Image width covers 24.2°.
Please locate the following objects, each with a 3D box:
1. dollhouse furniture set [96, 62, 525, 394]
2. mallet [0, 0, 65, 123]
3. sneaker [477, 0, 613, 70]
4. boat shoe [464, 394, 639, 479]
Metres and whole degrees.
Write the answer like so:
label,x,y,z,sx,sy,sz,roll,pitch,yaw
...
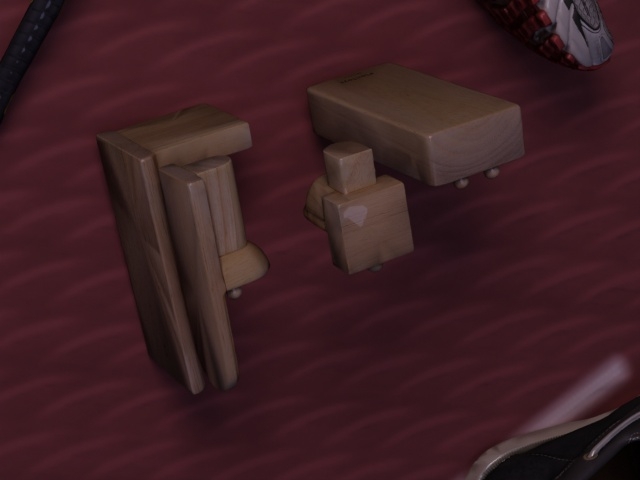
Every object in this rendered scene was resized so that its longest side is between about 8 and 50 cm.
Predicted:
label,x,y,z,sx,sy,sz,roll,pitch,yaw
dollhouse furniture set,0.000,0.000,0.715,0.151,0.144,0.123,-20,115,-23
mallet,-0.112,-0.139,0.695,0.039,0.062,0.189,28,112,-18
sneaker,0.099,-0.184,0.702,0.093,0.088,0.225,-25,110,-7
boat shoe,0.197,0.120,0.819,0.233,0.079,0.084,-23,108,-8
